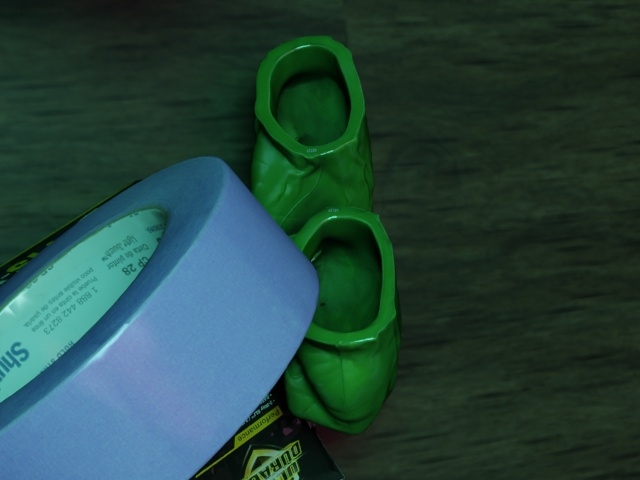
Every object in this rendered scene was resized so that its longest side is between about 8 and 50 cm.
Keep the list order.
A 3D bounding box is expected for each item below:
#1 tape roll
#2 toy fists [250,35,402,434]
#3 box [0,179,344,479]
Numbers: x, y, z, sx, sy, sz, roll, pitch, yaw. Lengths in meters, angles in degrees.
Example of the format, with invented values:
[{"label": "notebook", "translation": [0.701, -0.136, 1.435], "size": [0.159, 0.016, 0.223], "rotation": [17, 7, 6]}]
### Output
[{"label": "tape roll", "translation": [-0.134, 0.073, 1.066], "size": [0.275, 0.275, 0.090], "rotation": [-48, 108, -20]}, {"label": "toy fists", "translation": [0.000, 0.000, 1.264], "size": [0.096, 0.142, 0.279], "rotation": [-11, 56, 0]}, {"label": "box", "translation": [-0.174, 0.144, 1.242], "size": [0.322, 0.079, 0.257], "rotation": [-35, 107, -23]}]
